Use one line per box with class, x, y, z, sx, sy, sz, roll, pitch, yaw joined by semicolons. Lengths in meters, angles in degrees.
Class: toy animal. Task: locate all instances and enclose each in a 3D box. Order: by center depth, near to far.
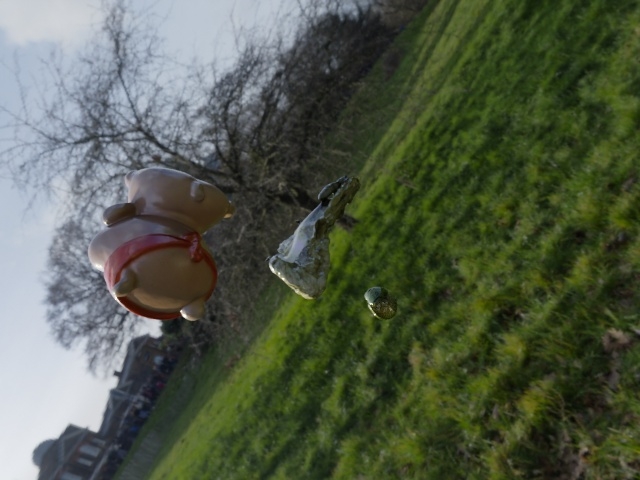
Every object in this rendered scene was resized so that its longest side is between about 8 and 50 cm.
toy animal;-0.208;0.007;0.756;0.171;0.171;0.197;116;166;-65

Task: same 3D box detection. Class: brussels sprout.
brussels sprout;0.099;0.098;0.927;0.046;0.051;0.083;-50;-35;-14

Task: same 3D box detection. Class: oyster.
oyster;-0.002;-0.003;0.596;0.200;0.061;0.106;-53;6;-39
